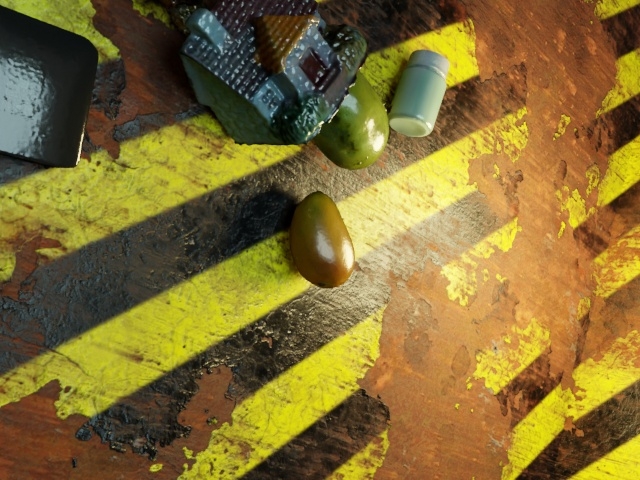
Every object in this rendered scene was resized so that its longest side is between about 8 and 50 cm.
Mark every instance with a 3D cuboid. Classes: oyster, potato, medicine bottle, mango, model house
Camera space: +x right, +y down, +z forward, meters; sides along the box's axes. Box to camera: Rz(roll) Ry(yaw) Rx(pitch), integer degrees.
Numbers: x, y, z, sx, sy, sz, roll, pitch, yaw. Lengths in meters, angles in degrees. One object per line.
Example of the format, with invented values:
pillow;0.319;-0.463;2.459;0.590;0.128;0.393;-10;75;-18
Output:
oyster;-0.295;-0.520;1.724;0.105;0.056;0.177;-31;108;-44
potato;0.064;-0.319;1.931;0.304;0.216;0.215;46;63;-45
medicine bottle;0.287;-0.427;2.172;0.139;0.139;0.225;29;74;-38
mango;-0.003;0.005;1.949;0.175;0.139;0.254;-32;104;-50
model house;-0.122;-0.454;1.699;0.339;0.297;0.360;48;65;-37

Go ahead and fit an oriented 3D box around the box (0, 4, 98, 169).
box;-0.595;-0.300;1.460;0.290;0.073;0.288;13;83;-40

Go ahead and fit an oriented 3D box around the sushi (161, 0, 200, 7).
sushi;-0.346;-0.632;1.580;0.343;0.182;0.196;32;57;-30
